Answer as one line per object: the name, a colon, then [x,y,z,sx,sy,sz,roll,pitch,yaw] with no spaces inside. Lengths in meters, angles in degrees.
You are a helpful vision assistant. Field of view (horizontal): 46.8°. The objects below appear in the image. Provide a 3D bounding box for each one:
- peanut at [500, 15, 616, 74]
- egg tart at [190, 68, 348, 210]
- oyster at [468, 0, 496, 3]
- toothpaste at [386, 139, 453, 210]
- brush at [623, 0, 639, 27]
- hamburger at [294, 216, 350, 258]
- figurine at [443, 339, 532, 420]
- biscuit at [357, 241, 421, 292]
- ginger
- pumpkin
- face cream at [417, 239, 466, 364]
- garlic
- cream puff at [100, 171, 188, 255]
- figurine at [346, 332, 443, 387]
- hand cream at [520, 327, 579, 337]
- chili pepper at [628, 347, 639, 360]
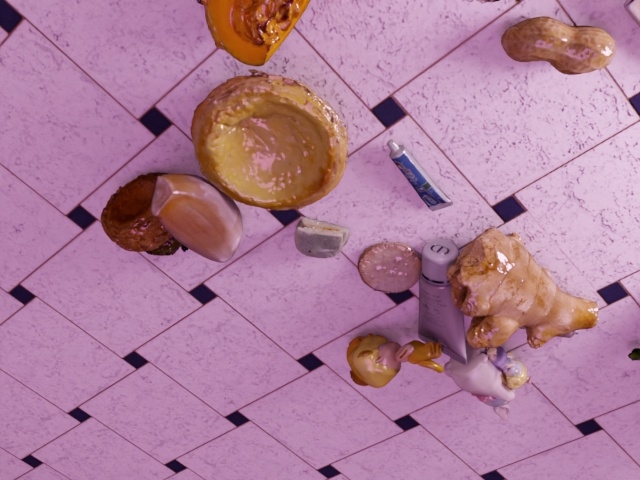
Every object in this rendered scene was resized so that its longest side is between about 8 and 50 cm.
peanut: [0.406,-0.333,1.267,0.193,0.089,0.089,14,129,3]
egg tart: [-0.093,-0.196,1.423,0.315,0.120,0.315,5,131,6]
oyster: [0.292,-0.499,1.135,0.351,0.115,0.238,-15,116,13]
toothpaste: [0.194,-0.130,1.488,0.057,0.035,0.197,-18,127,40]
brush: [0.623,-0.326,1.265,0.321,0.050,0.060,35,123,-28]
hamburger: [0.000,0.003,1.611,0.121,0.054,0.084,7,128,-7]
figurine: [0.424,0.335,1.775,0.155,0.127,0.235,-39,120,21]
biscuit: [0.155,0.062,1.654,0.152,0.020,0.152,4,129,5]
ginger: [0.426,0.139,1.557,0.375,0.236,0.166,35,155,-10]
pumpkin: [-0.089,-0.445,1.247,0.163,0.111,0.278,37,127,-1]
face cream: [0.268,0.143,1.652,0.143,0.089,0.314,27,138,36]
garlic: [-0.237,-0.050,1.507,0.112,0.143,0.318,19,168,33]
cream puff: [-0.344,-0.034,1.568,0.183,0.183,0.169,-16,137,20]
figurine: [0.165,0.278,1.747,0.246,0.131,0.156,-15,165,38]
hand cream: [0.510,0.192,1.704,0.165,0.037,0.057,11,129,7]
chili pepper: [0.835,0.312,1.667,0.261,0.165,0.174,14,141,0]
